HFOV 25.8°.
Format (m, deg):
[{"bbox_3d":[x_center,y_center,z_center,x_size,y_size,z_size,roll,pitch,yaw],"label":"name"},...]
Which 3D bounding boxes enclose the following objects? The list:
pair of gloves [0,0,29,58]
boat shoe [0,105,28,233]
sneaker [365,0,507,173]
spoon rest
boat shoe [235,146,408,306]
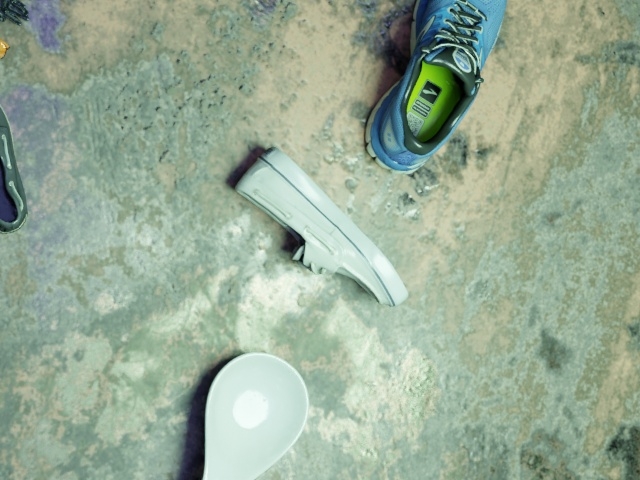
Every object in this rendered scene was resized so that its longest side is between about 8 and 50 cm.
[{"bbox_3d":[-0.408,-0.275,1.739,0.074,0.010,0.083,33,78,-13],"label":"pair of gloves"},{"bbox_3d":[-0.406,-0.108,1.711,0.075,0.065,0.206,-18,95,-16],"label":"boat shoe"},{"bbox_3d":[0.178,-0.242,1.847,0.130,0.147,0.330,24,83,-16],"label":"sneaker"},{"bbox_3d":[-0.114,0.274,1.792,0.137,0.084,0.276,31,82,-15],"label":"spoon rest"},{"bbox_3d":[0.000,0.000,1.822,0.088,0.096,0.267,-45,101,-8],"label":"boat shoe"}]
